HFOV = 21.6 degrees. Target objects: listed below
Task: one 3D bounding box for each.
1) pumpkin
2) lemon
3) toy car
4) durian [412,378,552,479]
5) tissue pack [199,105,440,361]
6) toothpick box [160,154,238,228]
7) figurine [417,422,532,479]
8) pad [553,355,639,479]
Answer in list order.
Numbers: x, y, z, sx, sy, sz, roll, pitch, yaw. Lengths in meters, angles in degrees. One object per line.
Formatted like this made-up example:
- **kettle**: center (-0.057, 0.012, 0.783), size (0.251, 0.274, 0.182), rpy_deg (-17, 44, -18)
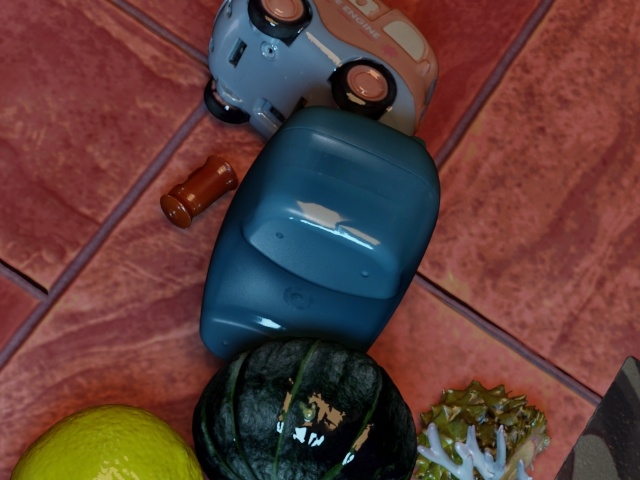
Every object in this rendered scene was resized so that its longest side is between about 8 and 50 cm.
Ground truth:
- **pumpkin**: center (-0.015, 0.194, 1.638), size (0.220, 0.220, 0.162), rpy_deg (28, 52, -2)
- **lemon**: center (-0.205, 0.248, 1.574), size (0.178, 0.178, 0.203), rpy_deg (45, 61, 8)
- **toy car**: center (0.017, -0.195, 1.878), size (0.270, 0.180, 0.212), rpy_deg (43, 50, 8)
- **durian**: center (0.160, 0.233, 1.751), size (0.140, 0.078, 0.224), rpy_deg (30, 58, -1)
- **tissue pack**: center (0.000, 0.000, 1.701), size (0.198, 0.287, 0.206), rpy_deg (23, 48, -3)
- **toothpick box**: center (-0.133, -0.052, 1.824), size (0.047, 0.047, 0.083), rpy_deg (44, 60, 8)
- **figurine**: center (0.215, 0.323, 1.621), size (0.316, 0.284, 0.206), rpy_deg (-5, 35, -26)
- **pad**: center (0.355, 0.303, 1.819), size (0.220, 0.004, 0.330), rpy_deg (35, 59, 2)
